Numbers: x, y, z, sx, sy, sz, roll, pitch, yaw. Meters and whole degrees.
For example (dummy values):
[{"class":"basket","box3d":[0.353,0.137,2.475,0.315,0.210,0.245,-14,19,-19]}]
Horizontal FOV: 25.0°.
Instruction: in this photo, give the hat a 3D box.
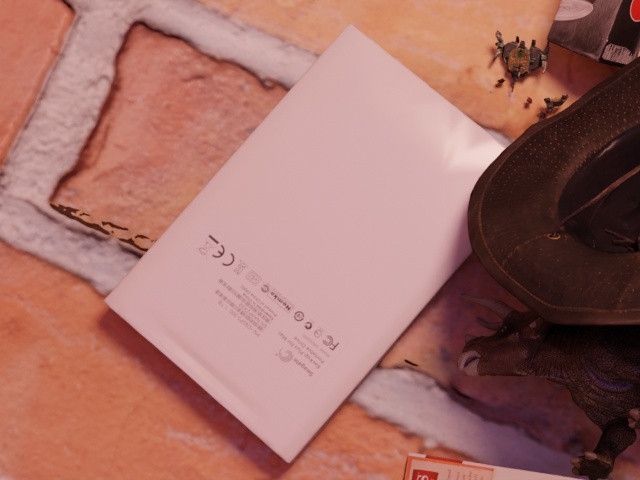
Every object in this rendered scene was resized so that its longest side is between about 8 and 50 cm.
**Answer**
[{"class":"hat","box3d":[0.277,-0.016,1.058,0.331,0.331,0.134,-38,119,-4]}]

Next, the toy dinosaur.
[{"class":"toy dinosaur","box3d":[0.267,0.108,1.100,0.313,0.121,0.160,11,46,-7]}]

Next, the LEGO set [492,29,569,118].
[{"class":"LEGO set","box3d":[0.175,-0.142,1.210,0.054,0.023,0.083,-19,96,27]}]

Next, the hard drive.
[{"class":"hard drive","box3d":[0.000,0.000,1.182,0.203,0.040,0.307,40,83,10]}]

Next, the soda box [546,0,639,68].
[{"class":"soda box","box3d":[0.247,-0.228,1.164,0.060,0.053,0.169,32,109,39]}]

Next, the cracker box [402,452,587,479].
[{"class":"cracker box","box3d":[0.185,0.207,1.048,0.232,0.156,0.067,6,79,17]}]
